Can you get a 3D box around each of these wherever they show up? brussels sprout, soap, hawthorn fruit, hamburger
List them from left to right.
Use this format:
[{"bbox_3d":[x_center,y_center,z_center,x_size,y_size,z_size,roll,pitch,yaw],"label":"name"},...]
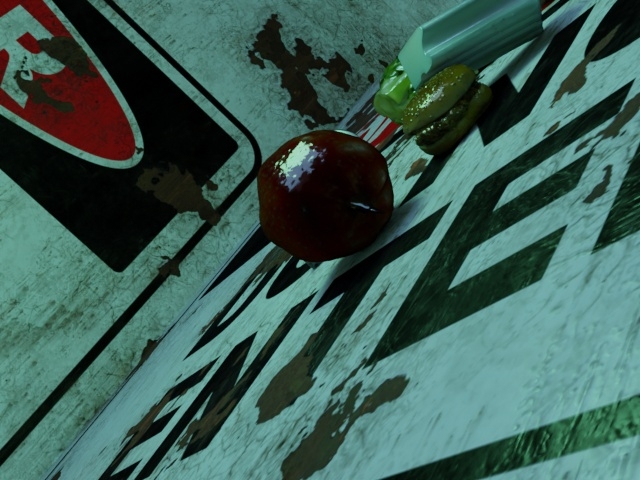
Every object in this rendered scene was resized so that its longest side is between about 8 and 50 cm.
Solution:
[{"bbox_3d":[0.030,-0.069,1.604,0.254,0.254,0.300,-49,36,-15],"label":"hawthorn fruit"},{"bbox_3d":[0.232,-0.378,2.193,0.223,0.161,0.223,-48,14,16],"label":"brussels sprout"},{"bbox_3d":[0.235,-0.249,1.736,0.191,0.118,0.182,-55,8,-26],"label":"hamburger"},{"bbox_3d":[0.298,-0.408,1.814,0.290,0.095,0.173,-28,-14,11],"label":"soap"}]

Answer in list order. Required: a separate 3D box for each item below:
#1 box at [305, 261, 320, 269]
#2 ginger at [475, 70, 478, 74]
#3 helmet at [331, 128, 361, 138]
[{"bbox_3d":[0.000,0.000,1.976,0.055,0.039,0.218,-45,8,18],"label":"box"},{"bbox_3d":[0.325,-0.369,2.079,0.193,0.052,0.176,-45,6,-6],"label":"ginger"},{"bbox_3d":[0.011,-0.166,2.405,0.258,0.137,0.204,-32,42,-14],"label":"helmet"}]
